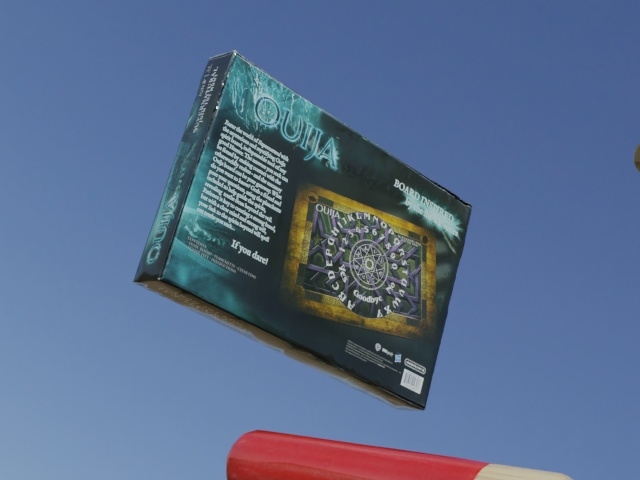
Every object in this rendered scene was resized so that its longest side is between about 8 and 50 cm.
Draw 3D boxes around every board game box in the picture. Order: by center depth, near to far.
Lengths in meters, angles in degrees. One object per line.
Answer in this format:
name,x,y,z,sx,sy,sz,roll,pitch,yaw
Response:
board game box,0.000,0.000,0.653,0.186,0.126,0.026,30,-24,-34

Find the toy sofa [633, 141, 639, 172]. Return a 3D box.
toy sofa,0.374,-0.059,0.689,0.362,0.150,0.177,14,-54,32

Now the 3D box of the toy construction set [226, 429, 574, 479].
toy construction set,0.118,0.189,0.378,0.237,0.257,0.309,0,-49,39
